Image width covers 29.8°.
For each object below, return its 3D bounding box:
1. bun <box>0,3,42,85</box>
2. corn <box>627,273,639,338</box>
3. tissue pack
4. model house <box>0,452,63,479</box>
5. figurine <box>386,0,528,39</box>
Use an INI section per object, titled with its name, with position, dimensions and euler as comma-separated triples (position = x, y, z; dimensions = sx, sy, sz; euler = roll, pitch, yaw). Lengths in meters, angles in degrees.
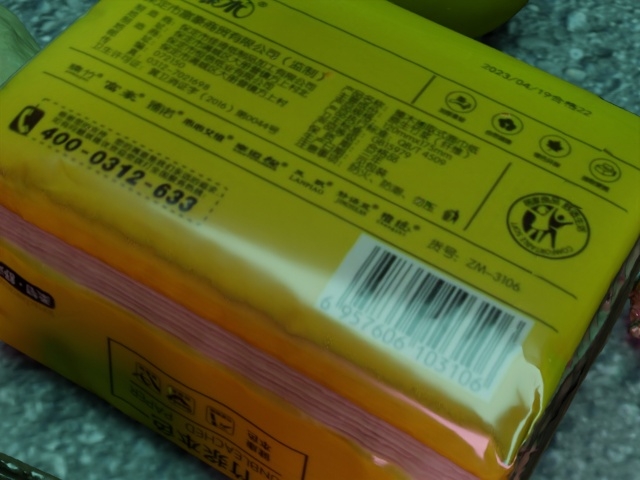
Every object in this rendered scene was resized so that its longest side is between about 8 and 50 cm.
[bun]
position = -0.291, -0.069, 0.861
dimensions = 0.259, 0.160, 0.259
euler = -7, 40, 6
[corn]
position = 0.337, -0.009, 0.909
dimensions = 0.280, 0.092, 0.092
euler = -30, 60, -22
[tissue pack]
position = 0.000, 0.000, 0.784
dimensions = 0.381, 0.228, 0.293
euler = 28, 56, 15
[model house]
position = -0.211, 0.199, 0.682
dimensions = 0.176, 0.181, 0.248
euler = 17, 7, -43
[figurine]
position = 0.054, -0.308, 1.073
dimensions = 0.215, 0.187, 0.344
euler = -11, 46, -29
